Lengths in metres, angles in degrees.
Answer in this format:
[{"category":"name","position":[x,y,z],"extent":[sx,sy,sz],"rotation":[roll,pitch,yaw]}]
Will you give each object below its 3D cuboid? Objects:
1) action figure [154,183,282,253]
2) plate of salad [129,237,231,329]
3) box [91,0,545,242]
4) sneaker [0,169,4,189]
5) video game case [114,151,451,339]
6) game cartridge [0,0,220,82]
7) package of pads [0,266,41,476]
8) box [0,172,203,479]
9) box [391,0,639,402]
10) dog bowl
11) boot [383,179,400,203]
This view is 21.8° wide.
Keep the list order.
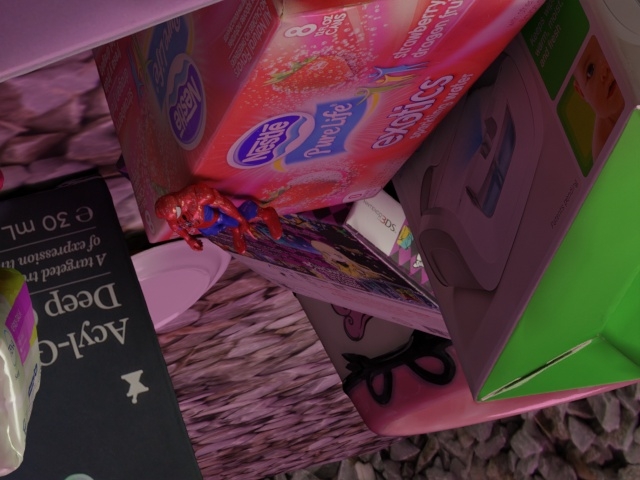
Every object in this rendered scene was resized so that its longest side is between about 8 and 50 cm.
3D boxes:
[{"category":"action figure","position":[-0.057,-0.011,0.890],"extent":[0.038,0.030,0.115],"rotation":[-17,165,21]},{"category":"plate of salad","position":[-0.174,0.045,1.510],"extent":[0.199,0.048,0.200],"rotation":[-26,161,-10]},{"category":"box","position":[-0.014,-0.122,0.870],"extent":[0.154,0.142,0.300],"rotation":[-12,165,-21]},{"category":"sneaker","position":[-0.244,-0.038,0.923],"extent":[0.112,0.121,0.299],"rotation":[-26,-173,-7]},{"category":"video game case","position":[0.000,0.000,1.165],"extent":[0.232,0.042,0.210],"rotation":[15,164,44]},{"category":"game cartridge","position":[-0.032,-0.188,0.467],"extent":[0.355,0.230,0.068],"rotation":[-20,-156,1]},{"category":"package of pads","position":[-0.324,0.091,1.011],"extent":[0.296,0.101,0.229],"rotation":[-7,-171,-5]},{"category":"box","position":[-0.252,0.193,1.236],"extent":[0.293,0.396,0.212],"rotation":[-16,166,-18]},{"category":"box","position":[0.140,-0.081,0.911],"extent":[0.126,0.231,0.262],"rotation":[-6,147,-19]},{"category":"dog bowl","position":[0.188,0.056,1.431],"extent":[0.407,0.150,0.408],"rotation":[-13,168,-3]},{"category":"boot","position":[0.146,-0.102,1.186],"extent":[0.260,0.348,0.131],"rotation":[-56,144,-19]}]
